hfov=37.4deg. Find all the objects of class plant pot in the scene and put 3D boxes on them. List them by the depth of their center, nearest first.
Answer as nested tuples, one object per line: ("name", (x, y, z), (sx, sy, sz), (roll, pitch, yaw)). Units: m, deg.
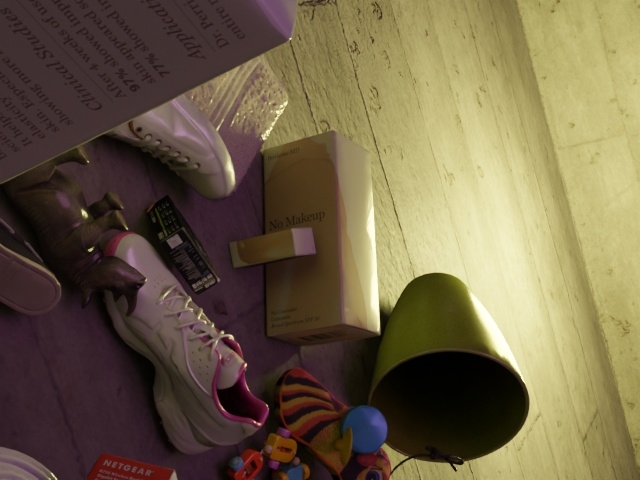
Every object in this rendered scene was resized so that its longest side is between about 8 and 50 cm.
("plant pot", (0.221, 0.201, 1.718), (0.275, 0.274, 0.294), (58, 20, -30))

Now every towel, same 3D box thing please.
("towel", (-0.139, -0.214, 1.431), (0.187, 0.049, 0.282), (57, 36, -30))

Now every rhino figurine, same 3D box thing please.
("rhino figurine", (-0.275, -0.015, 1.076), (0.073, 0.106, 0.243), (-114, 178, -69))

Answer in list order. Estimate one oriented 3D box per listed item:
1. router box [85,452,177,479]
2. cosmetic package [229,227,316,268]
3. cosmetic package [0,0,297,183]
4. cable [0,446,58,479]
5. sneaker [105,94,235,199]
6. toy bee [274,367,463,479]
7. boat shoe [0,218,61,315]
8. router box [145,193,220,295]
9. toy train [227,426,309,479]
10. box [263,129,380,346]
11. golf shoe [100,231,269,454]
("router box", (-0.209, 0.430, 0.907), (0.301, 0.082, 0.336), (-66, 159, -47))
("cosmetic package", (-0.071, 0.011, 1.395), (0.060, 0.115, 0.041), (-3, 82, -60))
("cosmetic package", (-0.262, -0.308, 0.859), (0.329, 0.393, 0.328), (51, 28, -38))
("cable", (-0.331, 0.310, 0.866), (0.257, 0.089, 0.257), (42, 45, -45))
("sneaker", (-0.225, -0.144, 1.228), (0.290, 0.105, 0.123), (55, 54, -29))
("toy bee", (0.045, 0.322, 1.398), (0.162, 0.298, 0.195), (-61, 165, -17))
("boat shoe", (-0.359, 0.002, 0.983), (0.206, 0.075, 0.065), (46, -1, -35))
("router box", (-0.180, 0.005, 1.226), (0.092, 0.038, 0.122), (58, -3, -29))
("toy train", (-0.079, 0.332, 1.341), (0.125, 0.046, 0.166), (-50, 134, -27))
("box", (0.000, 0.000, 1.495), (0.121, 0.147, 0.311), (23, 58, -54))
("golf shoe", (-0.163, 0.121, 1.177), (0.115, 0.140, 0.306), (-47, 118, -54))
